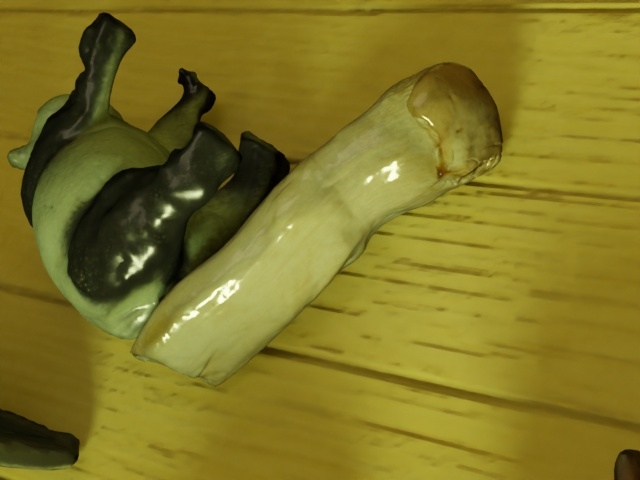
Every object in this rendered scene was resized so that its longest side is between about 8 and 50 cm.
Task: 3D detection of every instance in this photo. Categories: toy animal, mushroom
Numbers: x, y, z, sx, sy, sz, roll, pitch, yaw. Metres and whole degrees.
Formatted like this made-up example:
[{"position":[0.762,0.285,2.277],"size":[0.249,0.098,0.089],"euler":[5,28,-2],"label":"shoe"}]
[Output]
[{"position":[-0.098,-0.032,0.839],"size":[0.121,0.094,0.225],"euler":[-51,38,7],"label":"toy animal"},{"position":[-0.003,-0.002,0.739],"size":[0.202,0.059,0.054],"euler":[-39,21,8],"label":"mushroom"}]

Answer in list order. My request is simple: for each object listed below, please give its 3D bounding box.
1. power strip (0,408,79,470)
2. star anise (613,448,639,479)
[{"position":[-0.276,0.041,0.795],"size":[0.251,0.257,0.092],"euler":[2,80,45],"label":"power strip"},{"position":[0.096,0.171,0.472],"size":[0.214,0.099,0.220],"euler":[-34,42,37],"label":"star anise"}]
